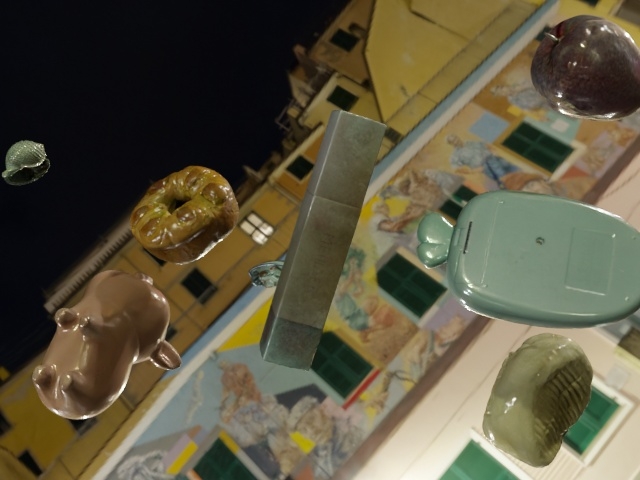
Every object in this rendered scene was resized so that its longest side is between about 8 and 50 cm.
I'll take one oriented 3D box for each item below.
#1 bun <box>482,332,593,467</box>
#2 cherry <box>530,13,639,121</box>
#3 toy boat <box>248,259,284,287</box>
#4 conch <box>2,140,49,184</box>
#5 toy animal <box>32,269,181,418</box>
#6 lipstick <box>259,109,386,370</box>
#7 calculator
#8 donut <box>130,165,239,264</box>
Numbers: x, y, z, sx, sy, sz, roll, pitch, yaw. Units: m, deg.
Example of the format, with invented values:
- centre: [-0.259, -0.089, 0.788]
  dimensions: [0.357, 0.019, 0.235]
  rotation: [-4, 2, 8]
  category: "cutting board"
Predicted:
- centre: [0.362, 0.265, 1.106]
  dimensions: [0.229, 0.145, 0.229]
  rotation: [-10, -71, -31]
  category: "bun"
- centre: [0.390, -0.244, 0.935]
  dimensions: [0.140, 0.176, 0.176]
  rotation: [-50, -25, 23]
  category: "cherry"
- centre: [-0.105, 0.078, 1.405]
  dimensions: [0.066, 0.140, 0.059]
  rotation: [-50, -59, -45]
  category: "toy boat"
- centre: [-0.530, -0.142, 1.154]
  dimensions: [0.085, 0.056, 0.076]
  rotation: [-29, -28, -7]
  category: "conch"
- centre: [-0.445, 0.214, 1.346]
  dimensions: [0.269, 0.237, 0.326]
  rotation: [68, -136, -67]
  category: "toy animal"
- centre: [0.000, 0.000, 0.939]
  dimensions: [0.080, 0.076, 0.371]
  rotation: [-130, 57, -76]
  category: "lipstick"
- centre: [0.266, 0.018, 0.827]
  dimensions: [0.042, 0.295, 0.184]
  rotation: [67, -143, -60]
  category: "calculator"
- centre: [-0.280, -0.055, 1.334]
  dimensions: [0.226, 0.226, 0.114]
  rotation: [-44, -45, -15]
  category: "donut"
